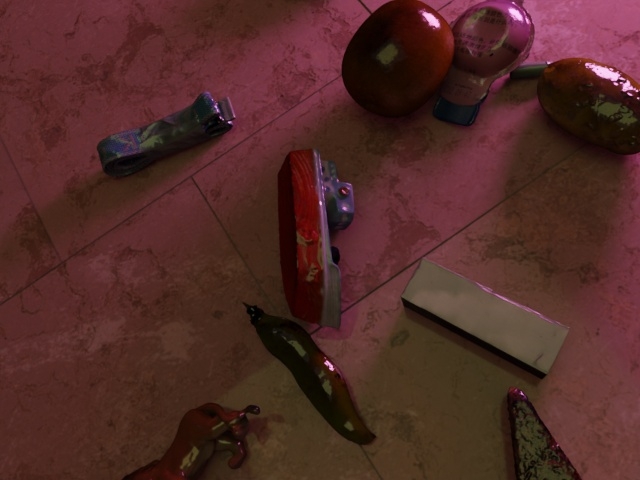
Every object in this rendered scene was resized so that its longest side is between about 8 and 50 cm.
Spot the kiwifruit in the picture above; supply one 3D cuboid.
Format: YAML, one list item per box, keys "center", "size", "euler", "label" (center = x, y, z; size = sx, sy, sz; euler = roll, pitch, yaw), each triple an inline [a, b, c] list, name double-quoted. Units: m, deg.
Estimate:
- center: [0.154, -0.359, 1.266]
  size: [0.196, 0.196, 0.234]
  euler: [26, 80, 19]
  label: "kiwifruit"

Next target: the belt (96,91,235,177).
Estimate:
- center: [-0.324, -0.222, 1.369]
  size: [0.302, 0.087, 0.072]
  euler: [-23, 64, 3]
  label: "belt"

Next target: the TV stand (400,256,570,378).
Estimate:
- center: [0.277, 0.131, 1.119]
  size: [0.269, 0.083, 0.088]
  euler: [28, 80, 19]
  label: "TV stand"

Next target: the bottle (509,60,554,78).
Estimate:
- center: [0.418, -0.338, 1.288]
  size: [0.083, 0.030, 0.030]
  euler: [-3, 70, 10]
  label: "bottle"

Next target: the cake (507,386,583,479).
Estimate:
- center: [0.321, 0.364, 1.008]
  size: [0.135, 0.112, 0.246]
  euler: [-33, 67, 1]
  label: "cake"

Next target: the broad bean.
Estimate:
- center: [-0.022, 0.222, 1.157]
  size: [0.077, 0.061, 0.339]
  euler: [-45, 67, 2]
  label: "broad bean"

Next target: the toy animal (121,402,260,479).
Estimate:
- center: [-0.240, 0.386, 1.129]
  size: [0.157, 0.097, 0.312]
  euler: [31, 77, 26]
  label: "toy animal"

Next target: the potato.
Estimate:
- center: [0.506, -0.253, 1.194]
  size: [0.149, 0.113, 0.251]
  euler: [-40, 68, -6]
  label: "potato"

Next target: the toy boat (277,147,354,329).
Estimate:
- center: [0.000, 0.000, 1.202]
  size: [0.133, 0.145, 0.332]
  euler: [3, 69, -17]
  label: "toy boat"

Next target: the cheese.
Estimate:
- center: [0.315, -0.364, 1.290]
  size: [0.189, 0.074, 0.286]
  euler: [22, 88, 33]
  label: "cheese"
